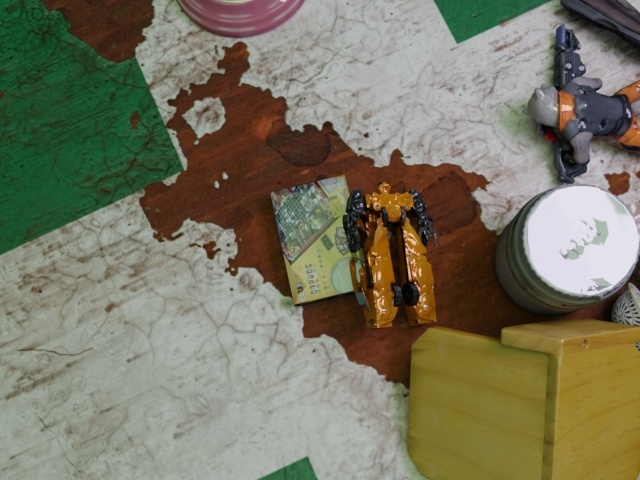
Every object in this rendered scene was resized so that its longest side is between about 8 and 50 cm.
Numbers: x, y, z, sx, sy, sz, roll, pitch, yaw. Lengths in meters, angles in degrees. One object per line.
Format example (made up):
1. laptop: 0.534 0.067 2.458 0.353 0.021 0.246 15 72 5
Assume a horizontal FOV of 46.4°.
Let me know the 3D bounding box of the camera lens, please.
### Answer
1. camera lens: 0.448 0.023 1.388 0.219 0.274 0.220 -1 79 4

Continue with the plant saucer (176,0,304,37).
1. plant saucer: -0.179 -0.620 1.653 0.331 0.084 0.333 -1 79 5

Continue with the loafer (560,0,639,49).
1. loafer: 0.643 -0.456 1.528 0.302 0.109 0.095 36 108 18

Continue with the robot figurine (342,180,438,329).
1. robot figurine: 0.137 0.027 1.486 0.210 0.085 0.291 -1 77 -28

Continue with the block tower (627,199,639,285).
1. block tower: 0.687 0.082 1.454 0.090 0.097 0.336 -29 77 -1

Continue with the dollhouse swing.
1. dollhouse swing: 0.381 0.317 1.409 0.315 0.305 0.347 -3 97 -32

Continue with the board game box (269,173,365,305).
1. board game box: 0.000 0.000 1.544 0.164 0.042 0.244 -12 79 2

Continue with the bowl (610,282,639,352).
1. bowl: 0.604 0.172 1.424 0.080 0.170 0.170 -37 78 23

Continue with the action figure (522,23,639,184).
1. action figure: 0.569 -0.298 1.495 0.329 0.178 0.342 -5 81 -6
